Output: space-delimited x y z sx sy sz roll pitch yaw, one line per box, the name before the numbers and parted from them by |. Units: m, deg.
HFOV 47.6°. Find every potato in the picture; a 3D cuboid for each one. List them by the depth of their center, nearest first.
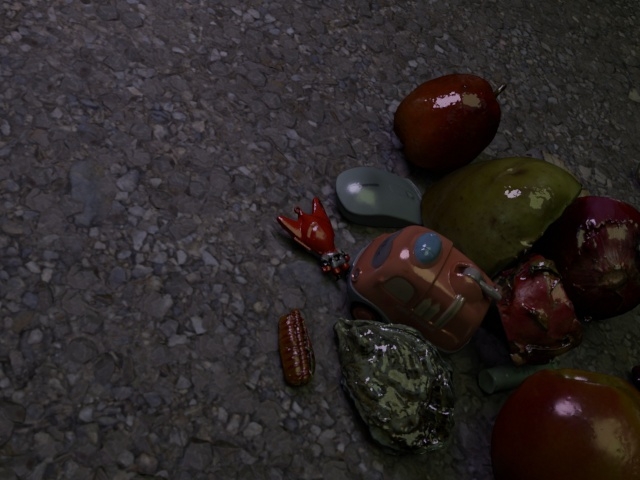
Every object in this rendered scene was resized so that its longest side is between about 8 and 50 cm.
potato | 0.361 -0.087 1.501 0.213 0.280 0.330 48 48 0

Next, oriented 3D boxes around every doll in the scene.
doll | 0.000 0.000 1.429 0.109 0.057 0.169 -29 74 -34

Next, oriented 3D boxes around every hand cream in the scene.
hand cream | 0.404 0.263 1.459 0.205 0.050 0.078 -5 58 -34

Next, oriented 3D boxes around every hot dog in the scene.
hot dog | -0.043 0.189 1.294 0.062 0.038 0.144 5 57 -23

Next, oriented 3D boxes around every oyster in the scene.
oyster | 0.137 0.252 1.308 0.199 0.112 0.267 -11 71 -8

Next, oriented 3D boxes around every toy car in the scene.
toy car | 0.197 0.084 1.368 0.271 0.212 0.180 35 51 -1

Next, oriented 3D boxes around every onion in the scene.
onion | 0.584 0.033 1.554 0.276 0.276 0.276 13 54 -18

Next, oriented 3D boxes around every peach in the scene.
peach | 0.443 0.387 1.242 0.308 0.308 0.332 -7 93 -30

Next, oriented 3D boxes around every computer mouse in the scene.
computer mouse | 0.133 -0.093 1.549 0.231 0.079 0.127 -1 63 -31

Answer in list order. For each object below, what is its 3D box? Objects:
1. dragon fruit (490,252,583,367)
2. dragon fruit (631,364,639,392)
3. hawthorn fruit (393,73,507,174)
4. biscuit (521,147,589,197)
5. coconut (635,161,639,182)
dragon fruit | 0.404 0.154 1.411 0.147 0.282 0.211 -23 45 0
dragon fruit | 0.848 0.368 1.489 0.329 0.228 0.286 13 52 -15
hawthorn fruit | 0.300 -0.277 1.632 0.224 0.261 0.224 40 34 -34
biscuit | 0.581 -0.099 1.762 0.179 0.084 0.281 13 54 -18
coconut | 0.898 -0.184 1.975 0.083 0.082 0.081 -27 77 -38
